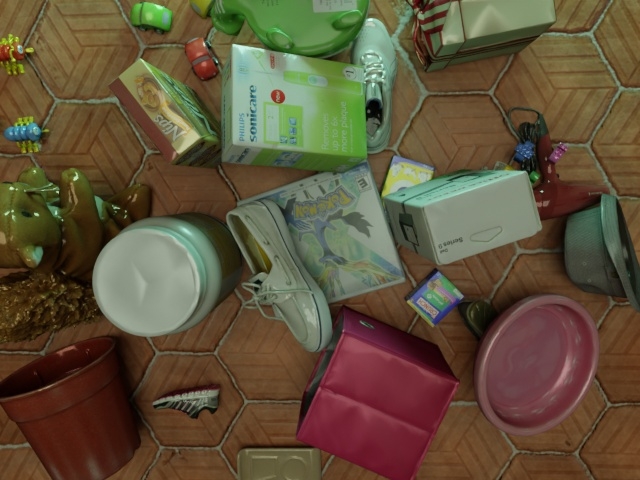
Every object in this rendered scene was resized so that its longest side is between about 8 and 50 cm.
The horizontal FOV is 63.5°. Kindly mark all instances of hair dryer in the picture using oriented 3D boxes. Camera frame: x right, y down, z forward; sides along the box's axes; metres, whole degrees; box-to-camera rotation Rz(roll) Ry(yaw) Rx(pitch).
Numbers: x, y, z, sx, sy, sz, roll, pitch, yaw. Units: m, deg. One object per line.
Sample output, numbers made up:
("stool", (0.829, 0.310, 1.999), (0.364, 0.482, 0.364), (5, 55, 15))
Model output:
("hair dryer", (0.521, -0.156, 1.176), (0.294, 0.080, 0.223), (31, 95, -1))

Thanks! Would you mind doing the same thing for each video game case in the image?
("video game case", (0.000, 0.000, 1.216), (0.329, 0.036, 0.299), (-18, 94, 12))

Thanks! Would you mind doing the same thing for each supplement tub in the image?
("supplement tub", (-0.311, 0.063, 1.109), (0.241, 0.331, 0.240), (0, 95, 3))

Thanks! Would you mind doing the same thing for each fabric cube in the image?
("fabric cube", (0.118, 0.327, 1.153), (0.258, 0.254, 0.259), (23, 95, 1))

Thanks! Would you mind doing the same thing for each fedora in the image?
("fedora", (0.616, 0.034, 1.145), (0.124, 0.243, 0.275), (-13, 127, 36))

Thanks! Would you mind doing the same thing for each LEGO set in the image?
("LEGO set", (0.432, -0.144, 1.115), (0.087, 0.093, 0.227), (39, 94, 13))

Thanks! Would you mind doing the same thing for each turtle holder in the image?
("turtle holder", (-0.054, -0.481, 1.100), (0.320, 0.227, 0.243), (-33, 94, 6))

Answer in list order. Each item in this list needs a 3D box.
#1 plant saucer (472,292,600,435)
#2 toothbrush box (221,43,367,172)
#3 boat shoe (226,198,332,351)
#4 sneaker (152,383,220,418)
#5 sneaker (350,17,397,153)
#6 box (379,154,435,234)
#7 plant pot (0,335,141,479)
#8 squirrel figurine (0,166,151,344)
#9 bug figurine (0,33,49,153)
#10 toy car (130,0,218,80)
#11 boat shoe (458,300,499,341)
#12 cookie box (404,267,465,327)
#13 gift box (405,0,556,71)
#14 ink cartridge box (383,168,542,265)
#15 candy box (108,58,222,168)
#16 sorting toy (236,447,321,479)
("plant saucer", (0.476, 0.273, 1.172), (0.332, 0.084, 0.331), (-5, 104, -19))
("toothbrush box", (-0.056, -0.263, 1.075), (0.283, 0.122, 0.206), (3, 80, -20))
("boat shoe", (-0.109, 0.088, 1.119), (0.136, 0.157, 0.366), (-26, 85, 47))
("sneaker", (-0.328, 0.407, 1.276), (0.171, 0.063, 0.074), (-9, 89, -1))
("sneaker", (0.123, -0.347, 1.153), (0.111, 0.129, 0.296), (-3, 94, 4))
("box", (0.191, -0.100, 1.216), (0.105, 0.043, 0.179), (16, 98, 1))
("plant pot", (-0.561, 0.404, 1.202), (0.273, 0.272, 0.264), (-17, 102, 4))
("squirrel figurine", (-0.578, 0.038, 1.100), (0.281, 0.370, 0.396), (10, 96, 2))
("bug figurine", (-0.769, -0.341, 1.224), (0.216, 0.072, 0.278), (-9, 95, 4))
("toy car", (-0.337, -0.507, 1.197), (0.225, 0.053, 0.238), (10, 95, 2))
("boat shoe", (0.406, 0.217, 1.221), (0.080, 0.073, 0.223), (-48, 111, -9))
("cookie box", (0.271, 0.136, 1.234), (0.092, 0.040, 0.107), (44, 96, -2))
("gift box", (0.306, -0.513, 1.062), (0.258, 0.276, 0.255), (-10, 89, 5))
("ink cartridge box", (0.273, -0.059, 1.056), (0.211, 0.289, 0.121), (-19, 100, -5))
("candy box", (-0.290, -0.249, 1.087), (0.088, 0.316, 0.183), (-38, 93, 6))
("sorting toy", (-0.101, 0.611, 1.302), (0.208, 0.038, 0.192), (-2, 95, -2))
